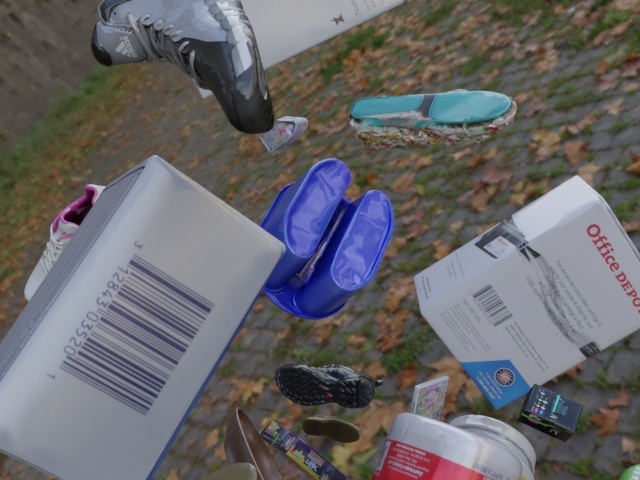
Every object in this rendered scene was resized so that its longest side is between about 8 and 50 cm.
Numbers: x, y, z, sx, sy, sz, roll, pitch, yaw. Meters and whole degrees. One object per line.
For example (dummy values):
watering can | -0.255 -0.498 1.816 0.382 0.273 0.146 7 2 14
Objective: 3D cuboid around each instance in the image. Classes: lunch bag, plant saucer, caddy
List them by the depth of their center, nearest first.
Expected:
plant saucer | -0.083 0.422 1.253 0.050 0.310 0.310 -27 21 -6
lunch bag | -0.070 -0.219 1.530 0.083 0.053 0.071 -30 3 26
caddy | 0.000 0.000 1.581 0.179 0.241 0.341 -39 18 49

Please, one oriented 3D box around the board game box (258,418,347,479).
board game box | -0.040 0.473 1.684 0.048 0.170 0.141 -53 28 -18

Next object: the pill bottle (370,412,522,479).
pill bottle | 0.159 0.508 1.240 0.229 0.229 0.407 -2 61 57

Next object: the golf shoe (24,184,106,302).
golf shoe | -0.486 0.004 1.481 0.306 0.140 0.115 -46 62 7

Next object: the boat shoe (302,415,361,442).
boat shoe | 0.029 0.393 1.622 0.135 0.050 0.045 6 11 29

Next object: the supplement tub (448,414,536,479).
supplement tub | 0.301 0.551 1.576 0.241 0.241 0.331 -19 25 42

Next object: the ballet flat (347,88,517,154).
ballet flat | 0.148 -0.152 1.008 0.241 0.077 0.091 8 49 36

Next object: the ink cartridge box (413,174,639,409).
ink cartridge box | 0.429 0.104 1.520 0.395 0.285 0.166 -33 19 14

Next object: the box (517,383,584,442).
box | 0.369 0.277 1.235 0.052 0.083 0.062 -61 -15 -25

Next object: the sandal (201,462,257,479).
sandal | -0.166 0.408 1.024 0.088 0.079 0.240 11 43 44

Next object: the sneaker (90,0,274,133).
sneaker | -0.120 -0.152 0.631 0.132 0.086 0.228 -17 48 -3

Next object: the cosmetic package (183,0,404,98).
cosmetic package | -0.082 -0.413 1.294 0.385 0.217 0.156 -30 16 -8

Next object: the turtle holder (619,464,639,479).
turtle holder | 0.541 0.467 1.127 0.243 0.320 0.227 -65 17 6

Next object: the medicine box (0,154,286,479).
medicine box | -0.202 0.080 0.752 0.263 0.149 0.289 -60 19 -15

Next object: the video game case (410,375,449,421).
video game case | 0.202 0.321 1.455 0.087 0.122 0.011 -9 25 -40

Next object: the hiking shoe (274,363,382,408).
hiking shoe | 0.015 0.309 1.651 0.227 0.086 0.114 9 6 21
